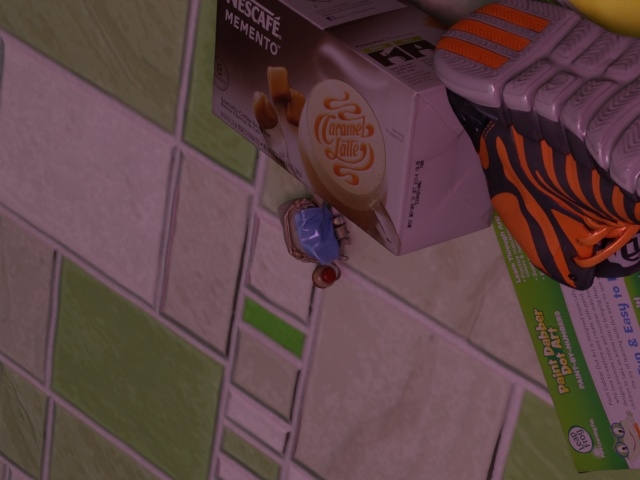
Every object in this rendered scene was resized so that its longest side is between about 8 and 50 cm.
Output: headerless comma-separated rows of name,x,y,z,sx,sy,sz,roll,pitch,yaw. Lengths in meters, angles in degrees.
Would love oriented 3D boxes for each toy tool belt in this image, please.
toy tool belt,0.000,0.000,1.614,0.051,0.052,0.083,-14,102,55

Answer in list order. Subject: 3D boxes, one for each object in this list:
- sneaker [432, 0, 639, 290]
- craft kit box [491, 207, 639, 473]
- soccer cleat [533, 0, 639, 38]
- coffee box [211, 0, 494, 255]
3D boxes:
sneaker,0.215,-0.038,1.241,0.321,0.125,0.180,34,156,48
craft kit box,0.257,0.046,1.393,0.247,0.061,0.249,-9,105,43
soccer cleat,0.251,-0.154,1.259,0.289,0.093,0.121,14,122,40
coffee box,0.026,-0.114,1.455,0.246,0.098,0.141,40,135,40
